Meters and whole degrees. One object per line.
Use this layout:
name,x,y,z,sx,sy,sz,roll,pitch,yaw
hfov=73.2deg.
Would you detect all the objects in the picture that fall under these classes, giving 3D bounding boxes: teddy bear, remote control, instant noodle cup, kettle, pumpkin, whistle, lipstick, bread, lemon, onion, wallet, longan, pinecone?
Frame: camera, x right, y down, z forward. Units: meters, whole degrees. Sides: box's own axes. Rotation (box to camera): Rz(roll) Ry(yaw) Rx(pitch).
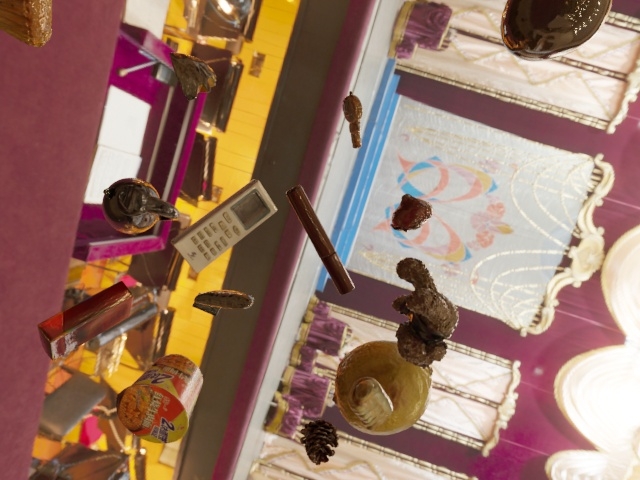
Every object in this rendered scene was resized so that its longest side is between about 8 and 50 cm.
teddy bear,0.225,0.166,0.913,0.182,0.129,0.252,-97,-175,-52
remote control,-0.249,-0.040,1.144,0.277,0.103,0.055,-40,-153,-16
instant noodle cup,-0.449,0.444,1.250,0.174,0.213,0.214,-72,178,-67
kettle,-0.658,-0.130,1.589,0.290,0.268,0.208,-9,-113,63
pumpkin,-0.469,-0.641,1.593,0.254,0.130,0.149,-113,-174,-47
whistle,0.127,-0.470,1.684,0.107,0.057,0.220,40,-34,56
lipstick,0.000,0.000,1.306,0.057,0.357,0.057,-28,-173,4
bread,-0.776,-0.634,1.116,0.239,0.138,0.240,15,-72,57
lemon,0.166,0.398,1.176,0.267,0.267,0.268,18,90,-86
onion,0.359,-0.114,1.728,0.147,0.183,0.184,63,-1,1
wallet,-0.553,0.311,2.115,0.088,0.129,0.026,-71,-172,-45
longan,0.414,-0.409,0.761,0.189,0.189,0.190,18,90,-86
bread,0.061,0.205,0.545,0.049,0.033,0.088,-44,131,-13
pinecone,-0.003,0.494,1.065,0.109,0.102,0.103,-18,125,-85

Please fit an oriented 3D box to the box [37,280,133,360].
box,-0.871,0.297,1.615,0.313,0.089,0.197,-35,169,-41

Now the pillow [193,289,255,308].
pillow,-0.292,0.184,1.361,0.093,0.240,0.051,-11,98,-57
